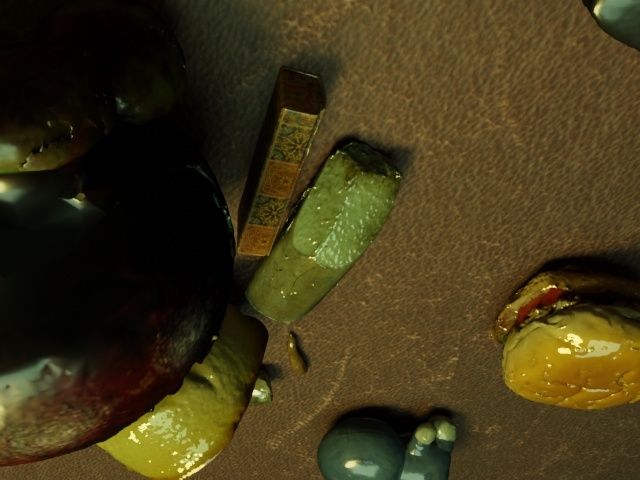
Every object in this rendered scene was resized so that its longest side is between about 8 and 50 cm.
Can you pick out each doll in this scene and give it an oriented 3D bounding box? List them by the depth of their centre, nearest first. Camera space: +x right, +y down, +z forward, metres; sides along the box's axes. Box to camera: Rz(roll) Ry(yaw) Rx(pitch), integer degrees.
[{"bbox_3d":[0.120,0.412,1.232,0.258,0.154,0.228,15,139,-9],"label":"doll"}]

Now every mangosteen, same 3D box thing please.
[{"bbox_3d":[-0.272,-0.017,0.602,0.381,0.381,0.421,-5,104,3],"label":"mangosteen"}]

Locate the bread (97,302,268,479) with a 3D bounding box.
[{"bbox_3d":[-0.196,0.190,0.880,0.270,0.270,0.148,-27,124,24],"label":"bread"}]

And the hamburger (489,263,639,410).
[{"bbox_3d":[0.374,0.149,0.931,0.244,0.163,0.244,-2,139,-2],"label":"hamburger"}]

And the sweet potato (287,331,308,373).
[{"bbox_3d":[-0.041,0.192,1.060,0.026,0.026,0.115,-9,137,7],"label":"sweet potato"}]

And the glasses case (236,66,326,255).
[{"bbox_3d":[-0.049,-0.080,0.729,0.049,0.075,0.218,8,136,-16],"label":"glasses case"}]

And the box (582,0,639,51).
[{"bbox_3d":[0.415,-0.269,0.548,0.290,0.073,0.289,13,135,-15],"label":"box"}]

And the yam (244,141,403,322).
[{"bbox_3d":[0.000,0.000,0.802,0.106,0.106,0.259,17,135,-20],"label":"yam"}]

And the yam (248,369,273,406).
[{"bbox_3d":[-0.234,0.272,1.108,0.317,0.067,0.071,-11,124,7],"label":"yam"}]
